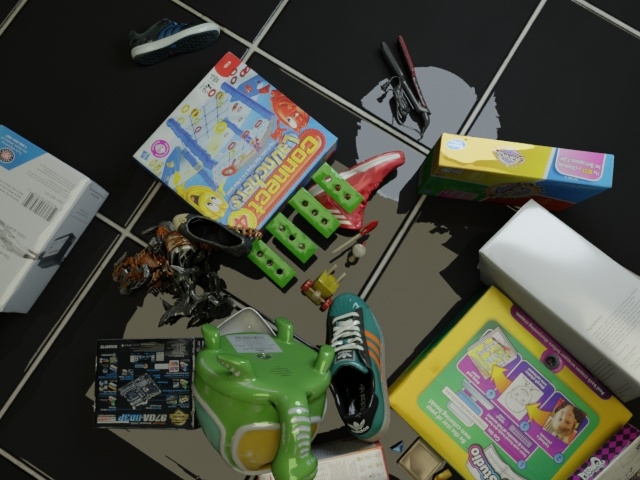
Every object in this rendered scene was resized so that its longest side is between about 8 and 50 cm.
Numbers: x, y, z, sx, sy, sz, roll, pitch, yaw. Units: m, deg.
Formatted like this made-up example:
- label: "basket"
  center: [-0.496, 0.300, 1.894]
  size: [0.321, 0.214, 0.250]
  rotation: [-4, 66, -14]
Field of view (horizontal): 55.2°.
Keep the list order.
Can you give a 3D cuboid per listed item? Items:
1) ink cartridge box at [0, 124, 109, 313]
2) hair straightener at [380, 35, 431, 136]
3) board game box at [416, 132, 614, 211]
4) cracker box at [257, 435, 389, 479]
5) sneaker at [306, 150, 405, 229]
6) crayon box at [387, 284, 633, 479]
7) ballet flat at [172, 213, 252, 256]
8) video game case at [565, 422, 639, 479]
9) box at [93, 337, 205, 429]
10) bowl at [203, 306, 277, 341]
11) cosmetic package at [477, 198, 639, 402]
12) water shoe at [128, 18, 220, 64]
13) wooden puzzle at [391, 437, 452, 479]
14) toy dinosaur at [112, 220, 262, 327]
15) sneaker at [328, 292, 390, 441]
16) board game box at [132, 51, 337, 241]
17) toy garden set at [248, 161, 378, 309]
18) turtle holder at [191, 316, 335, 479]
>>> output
- label: "ink cartridge box"
  center: [-0.622, -0.038, 1.241]
  size: [0.223, 0.129, 0.308]
  rotation: [31, 82, 4]
- label: "hair straightener"
  center: [0.175, -0.332, 1.350]
  size: [0.089, 0.047, 0.231]
  rotation: [-19, 86, -4]
- label: "board game box"
  center: [0.369, -0.129, 1.215]
  size: [0.316, 0.242, 0.064]
  rotation: [7, 82, 1]
- label: "cracker box"
  center: [0.004, 0.432, 1.162]
  size: [0.232, 0.156, 0.067]
  rotation: [-11, 82, -2]
- label: "sneaker"
  center: [0.093, -0.097, 1.297]
  size: [0.221, 0.087, 0.128]
  rotation: [-24, 90, 8]
- label: "crayon box"
  center: [0.359, 0.325, 1.209]
  size: [0.363, 0.106, 0.313]
  rotation: [44, 86, 6]
- label: "ballet flat"
  center: [-0.202, -0.018, 1.139]
  size: [0.173, 0.049, 0.058]
  rotation: [19, 66, 18]
- label: "video game case"
  center: [0.535, 0.484, 1.159]
  size: [0.232, 0.042, 0.210]
  rotation: [-40, 123, -6]
- label: "box"
  center: [-0.338, 0.280, 1.209]
  size: [0.220, 0.051, 0.175]
  rotation: [-4, 81, 13]
- label: "bowl"
  center: [-0.155, 0.225, 1.245]
  size: [0.142, 0.053, 0.142]
  rotation: [-37, 83, -7]
- label: "cosmetic package"
  center: [0.483, 0.115, 1.149]
  size: [0.155, 0.197, 0.365]
  rotation: [-44, 67, -3]
- label: "water shoe"
  center: [-0.325, -0.456, 1.343]
  size: [0.203, 0.073, 0.080]
  rotation: [-19, 79, -4]
- label: "wooden puzzle"
  center: [0.203, 0.448, 1.235]
  size: [0.078, 0.014, 0.116]
  rotation: [-38, 83, -11]
- label: "toy dinosaur"
  center: [-0.270, 0.050, 1.204]
  size: [0.322, 0.164, 0.219]
  rotation: [-29, 72, 37]
- label: "sneaker"
  center: [0.065, 0.220, 1.167]
  size: [0.108, 0.121, 0.302]
  rotation: [-19, 55, 13]
- label: "board game box"
  center: [-0.174, -0.185, 1.294]
  size: [0.302, 0.086, 0.308]
  rotation: [39, 82, 5]
- label: "toy garden set"
  center: [0.000, 0.000, 1.246]
  size: [0.204, 0.049, 0.244]
  rotation: [43, 92, -5]
- label: "turtle holder"
  center: [-0.085, 0.288, 1.072]
  size: [0.320, 0.243, 0.228]
  rotation: [16, 104, 34]
